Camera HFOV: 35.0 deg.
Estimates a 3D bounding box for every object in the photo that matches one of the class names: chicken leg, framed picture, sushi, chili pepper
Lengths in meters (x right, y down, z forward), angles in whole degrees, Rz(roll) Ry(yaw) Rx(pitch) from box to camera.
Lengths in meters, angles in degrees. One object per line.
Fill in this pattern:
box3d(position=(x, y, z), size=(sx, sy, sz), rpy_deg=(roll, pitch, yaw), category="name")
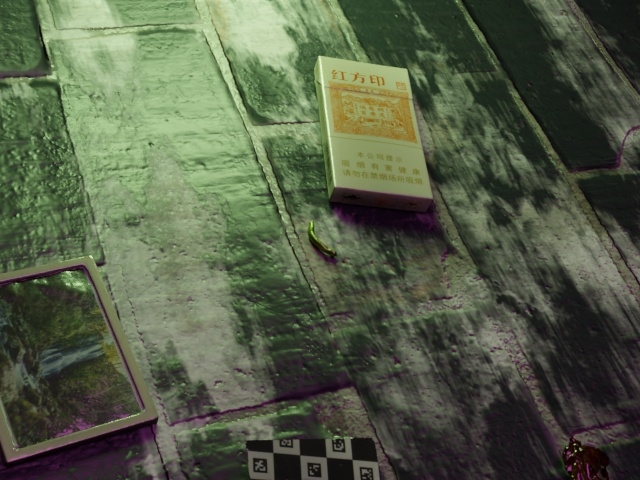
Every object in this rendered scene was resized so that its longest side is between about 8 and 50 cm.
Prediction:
box3d(position=(0.467, 0.419, 1.672), size=(0.089, 0.048, 0.219), rpy_deg=(-12, 57, -24), category="chicken leg")
box3d(position=(-0.415, 0.174, 1.572), size=(0.240, 0.020, 0.324), rpy_deg=(-11, 57, -28), category="framed picture")
box3d(position=(-0.009, 0.394, 1.520), size=(0.215, 0.050, 0.192), rpy_deg=(5, 54, -22), category="sushi")
box3d(position=(0.000, 0.001, 1.863), size=(0.030, 0.017, 0.083), rpy_deg=(-31, 71, -37), category="chili pepper")

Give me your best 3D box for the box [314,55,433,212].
box3d(position=(0.101, -0.220, 2.054), size=(0.204, 0.051, 0.365), rpy_deg=(5, 51, -15), category="box")
